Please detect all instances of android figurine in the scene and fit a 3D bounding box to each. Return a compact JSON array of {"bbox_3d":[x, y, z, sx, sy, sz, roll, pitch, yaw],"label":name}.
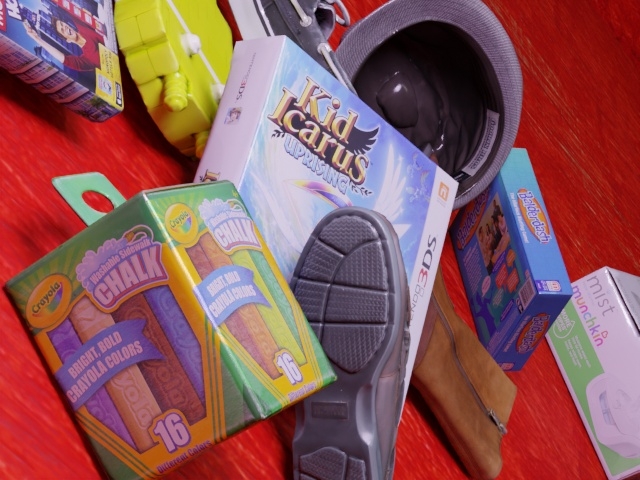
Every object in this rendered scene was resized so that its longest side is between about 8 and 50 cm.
[{"bbox_3d":[-0.124,-0.186,1.172,0.273,0.056,0.248,-98,165,-44],"label":"android figurine"}]

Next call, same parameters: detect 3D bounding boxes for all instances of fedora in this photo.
[{"bbox_3d":[0.094,-0.160,1.460,0.275,0.243,0.124,53,-5,-33],"label":"fedora"}]

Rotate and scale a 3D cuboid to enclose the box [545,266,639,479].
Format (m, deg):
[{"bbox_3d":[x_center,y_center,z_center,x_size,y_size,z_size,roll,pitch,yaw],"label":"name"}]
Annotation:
[{"bbox_3d":[0.430,0.184,1.782,0.231,0.126,0.262,12,53,-58],"label":"box"}]

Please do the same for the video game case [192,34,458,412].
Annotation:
[{"bbox_3d":[0.000,0.000,1.114,0.269,0.061,0.244,35,62,-43],"label":"video game case"}]

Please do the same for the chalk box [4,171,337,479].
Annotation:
[{"bbox_3d":[-0.109,0.041,0.899,0.213,0.132,0.132,62,24,4],"label":"chalk box"}]

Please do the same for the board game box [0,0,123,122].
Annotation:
[{"bbox_3d":[-0.244,-0.200,0.999,0.194,0.060,0.194,32,36,-44],"label":"board game box"}]

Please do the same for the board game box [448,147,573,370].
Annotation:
[{"bbox_3d":[0.216,0.022,1.524,0.047,0.160,0.210,1,53,-18],"label":"board game box"}]

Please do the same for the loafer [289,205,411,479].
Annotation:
[{"bbox_3d":[0.026,0.102,1.043,0.084,0.096,0.268,-15,110,-65],"label":"loafer"}]

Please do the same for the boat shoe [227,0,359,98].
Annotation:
[{"bbox_3d":[-0.028,-0.221,1.297,0.113,0.105,0.306,59,10,-62],"label":"boat shoe"}]

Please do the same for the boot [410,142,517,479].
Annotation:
[{"bbox_3d":[0.133,0.065,1.358,0.280,0.096,0.264,49,33,-24],"label":"boot"}]
